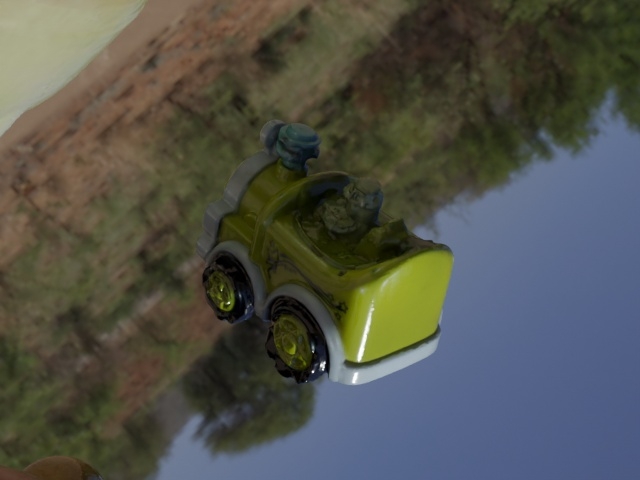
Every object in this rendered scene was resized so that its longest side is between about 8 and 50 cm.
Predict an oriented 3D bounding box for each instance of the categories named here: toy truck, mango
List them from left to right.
[{"bbox_3d":[-0.262,0.303,1.248,0.227,0.099,0.136,95,5,-56],"label":"mango"},{"bbox_3d":[0.000,0.000,0.492,0.076,0.111,0.077,-20,136,-39],"label":"toy truck"}]

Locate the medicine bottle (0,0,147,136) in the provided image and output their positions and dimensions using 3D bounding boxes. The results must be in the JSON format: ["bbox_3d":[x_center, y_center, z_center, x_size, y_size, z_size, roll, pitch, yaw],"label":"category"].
[{"bbox_3d":[-0.179,-0.195,0.611,0.406,0.235,0.236,-39,-177,33],"label":"medicine bottle"}]

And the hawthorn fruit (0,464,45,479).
[{"bbox_3d":[-0.148,0.197,0.476,0.231,0.235,0.263,-65,169,5],"label":"hawthorn fruit"}]
